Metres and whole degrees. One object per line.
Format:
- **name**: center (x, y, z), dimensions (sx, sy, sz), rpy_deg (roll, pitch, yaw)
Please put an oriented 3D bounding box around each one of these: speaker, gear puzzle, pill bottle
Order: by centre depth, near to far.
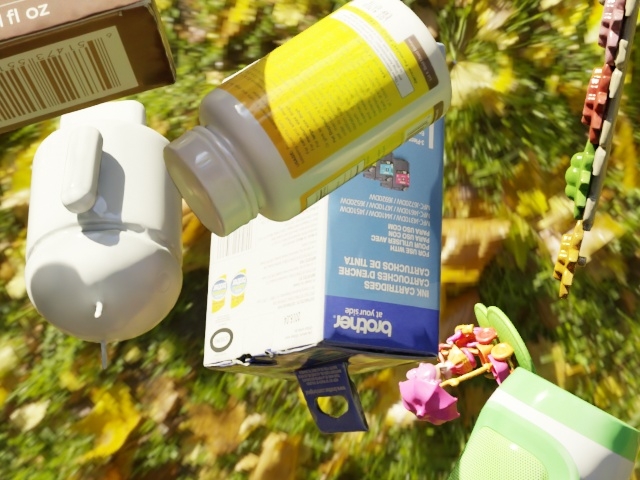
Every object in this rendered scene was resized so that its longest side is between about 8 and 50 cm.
- **speaker**: center (0.129, 0.252, 1.159), dimensions (0.131, 0.131, 0.296), rpy_deg (28, 89, 1)
- **pill bottle**: center (-0.012, -0.094, 1.171), dimensions (0.215, 0.117, 0.117), rpy_deg (-34, 93, -16)
- **gear puzzle**: center (0.279, -0.104, 1.560), dimensions (0.044, 0.175, 0.339), rpy_deg (12, 106, 11)

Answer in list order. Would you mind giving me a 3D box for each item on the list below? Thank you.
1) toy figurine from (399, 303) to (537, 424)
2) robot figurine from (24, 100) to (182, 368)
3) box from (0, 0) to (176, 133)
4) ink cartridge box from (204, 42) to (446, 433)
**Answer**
- **toy figurine**: center (0.171, 0.166, 1.935), dimensions (0.159, 0.173, 0.130), rpy_deg (-25, 120, -8)
- **robot figurine**: center (-0.279, -0.015, 1.962), dimensions (0.200, 0.300, 0.353), rpy_deg (-8, 54, 6)
- **box**: center (-0.247, -0.279, 1.104), dimensions (0.191, 0.143, 0.381), rpy_deg (-17, 70, -3)
- **ink cartridge box**: center (0.000, 0.000, 1.583), dimensions (0.151, 0.270, 0.395), rpy_deg (11, 76, -27)
